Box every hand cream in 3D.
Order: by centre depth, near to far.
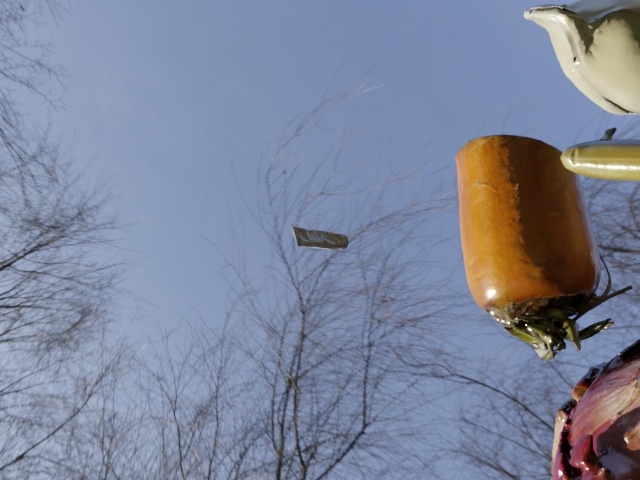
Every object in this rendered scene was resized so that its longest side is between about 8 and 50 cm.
[{"bbox_3d":[0.000,0.000,0.785,0.093,0.019,0.030,7,-128,-44],"label":"hand cream"}]

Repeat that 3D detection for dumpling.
[{"bbox_3d":[0.561,-0.386,1.305,0.394,0.315,0.233,7,-67,-21],"label":"dumpling"}]

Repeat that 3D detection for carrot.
[{"bbox_3d":[0.315,0.022,0.988,0.214,0.193,0.331,13,-117,-25],"label":"carrot"}]

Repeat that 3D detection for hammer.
[{"bbox_3d":[0.388,-0.081,0.684,0.201,0.305,0.113,8,-86,-34],"label":"hammer"}]

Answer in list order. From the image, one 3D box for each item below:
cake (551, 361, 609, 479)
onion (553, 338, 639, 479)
[{"bbox_3d":[0.483,0.324,1.009,0.196,0.198,0.293,-23,-58,-29],"label":"cake"},{"bbox_3d":[0.324,0.190,0.514,0.276,0.276,0.276,0,-91,-14],"label":"onion"}]
